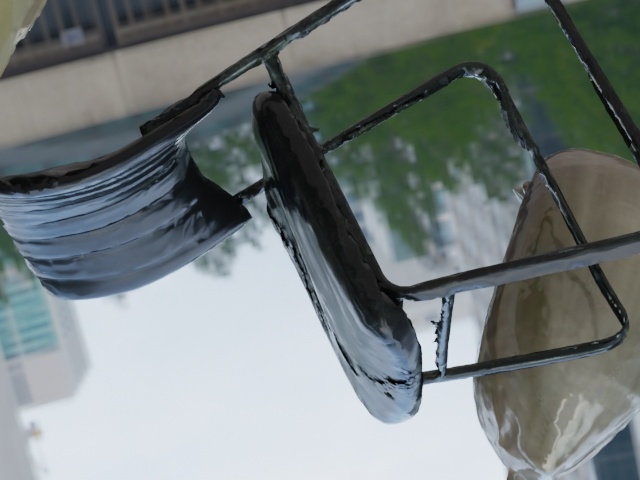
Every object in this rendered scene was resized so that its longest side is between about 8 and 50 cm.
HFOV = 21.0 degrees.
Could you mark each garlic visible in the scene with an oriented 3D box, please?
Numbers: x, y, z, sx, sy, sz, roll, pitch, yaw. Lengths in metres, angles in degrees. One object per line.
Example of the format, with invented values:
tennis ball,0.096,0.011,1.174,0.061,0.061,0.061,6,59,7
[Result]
garlic,0.112,0.047,0.794,0.090,0.198,0.128,20,150,-11

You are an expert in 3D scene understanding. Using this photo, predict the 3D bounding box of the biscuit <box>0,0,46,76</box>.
biscuit,-0.281,-0.019,0.478,0.104,0.429,0.446,29,-168,36

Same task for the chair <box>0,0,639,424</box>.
chair,0.000,0.000,0.663,0.221,0.145,0.140,-23,159,-6
